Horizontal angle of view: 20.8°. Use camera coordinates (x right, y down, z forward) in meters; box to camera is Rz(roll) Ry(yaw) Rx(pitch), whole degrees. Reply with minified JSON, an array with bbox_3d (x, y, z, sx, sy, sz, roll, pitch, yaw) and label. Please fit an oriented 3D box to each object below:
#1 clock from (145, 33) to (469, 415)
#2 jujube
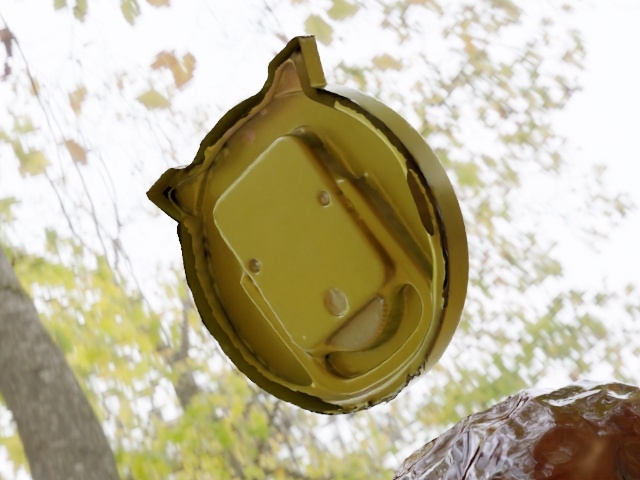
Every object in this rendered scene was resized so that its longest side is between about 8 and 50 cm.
[{"bbox_3d":[0.003,0.001,1.473,0.277,0.071,0.293,-36,-102,37],"label":"clock"},{"bbox_3d":[0.097,0.152,0.796,0.155,0.155,0.230,14,-31,-18],"label":"jujube"}]
